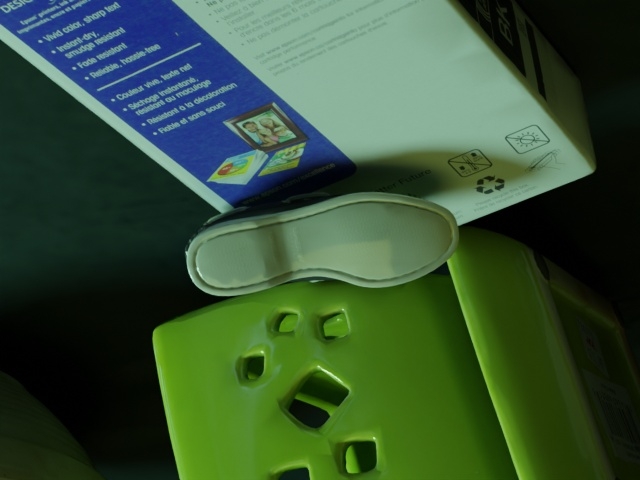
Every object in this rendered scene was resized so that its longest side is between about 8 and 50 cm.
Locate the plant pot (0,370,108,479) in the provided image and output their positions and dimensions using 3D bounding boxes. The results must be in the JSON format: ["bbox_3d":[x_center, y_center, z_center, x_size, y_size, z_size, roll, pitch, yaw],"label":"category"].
[{"bbox_3d":[-0.234,0.145,1.005,0.237,0.110,0.237,-4,146,-3],"label":"plant pot"}]

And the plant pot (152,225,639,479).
[{"bbox_3d":[0.071,0.129,0.900,0.207,0.227,0.228,-25,156,19],"label":"plant pot"}]

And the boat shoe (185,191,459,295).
[{"bbox_3d":[0.000,0.000,0.773,0.125,0.038,0.046,-11,106,-2],"label":"boat shoe"}]

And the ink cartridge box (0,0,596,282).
[{"bbox_3d":[-0.025,-0.098,0.709,0.165,0.065,0.332,-21,145,24],"label":"ink cartridge box"}]
